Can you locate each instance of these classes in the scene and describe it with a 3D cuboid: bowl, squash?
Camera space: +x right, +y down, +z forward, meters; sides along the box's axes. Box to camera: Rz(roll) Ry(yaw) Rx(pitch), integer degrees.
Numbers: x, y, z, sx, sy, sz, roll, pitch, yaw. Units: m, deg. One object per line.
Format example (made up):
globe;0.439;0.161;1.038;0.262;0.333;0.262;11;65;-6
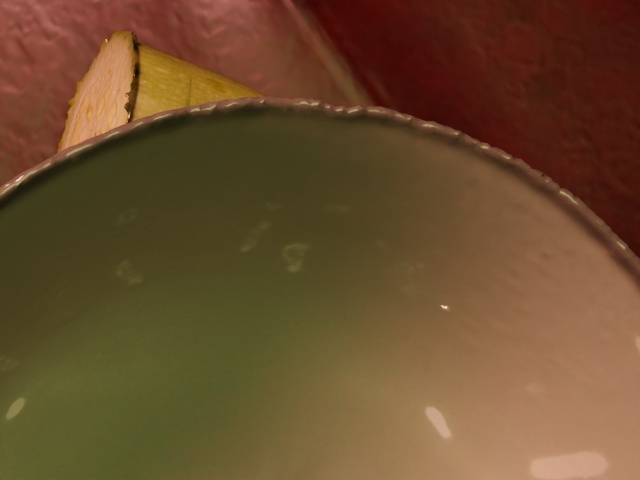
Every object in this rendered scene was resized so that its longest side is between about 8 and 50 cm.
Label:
bowl;-0.025;0.126;0.480;0.337;0.157;0.337;2;85;-21
squash;0.000;0.000;0.554;0.224;0.094;0.094;23;75;-20
